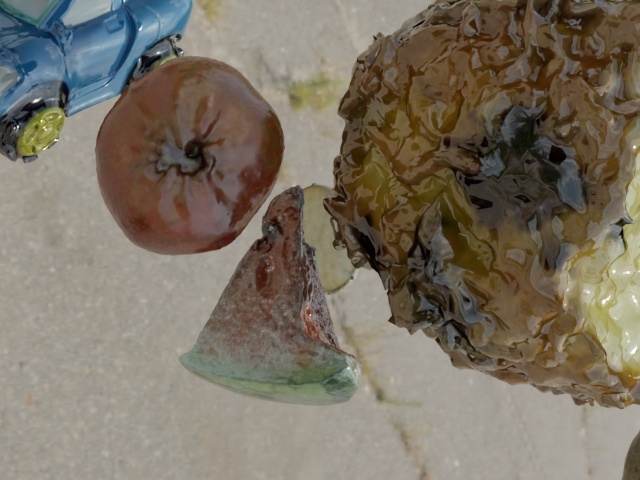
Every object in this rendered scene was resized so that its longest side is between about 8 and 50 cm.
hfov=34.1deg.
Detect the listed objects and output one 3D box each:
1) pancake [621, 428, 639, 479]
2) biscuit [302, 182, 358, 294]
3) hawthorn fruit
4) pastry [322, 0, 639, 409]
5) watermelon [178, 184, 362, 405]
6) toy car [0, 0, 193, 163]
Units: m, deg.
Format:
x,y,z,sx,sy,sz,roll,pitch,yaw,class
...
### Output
x,y,z,sx,sy,sz,roll,pitch,yaw,class
0.287,0.235,0.724,0.033,0.286,0.288,9,73,-15,pancake
0.000,0.000,1.390,0.020,0.152,0.152,-8,90,-47,biscuit
-0.081,-0.049,0.638,0.128,0.128,0.128,27,59,-58,hawthorn fruit
0.198,-0.069,0.719,0.337,0.405,0.292,-130,-145,-53,pastry
-0.035,0.057,0.757,0.098,0.121,0.158,38,32,-61,watermelon
-0.255,-0.206,0.937,0.314,0.198,0.166,-36,159,-47,toy car
